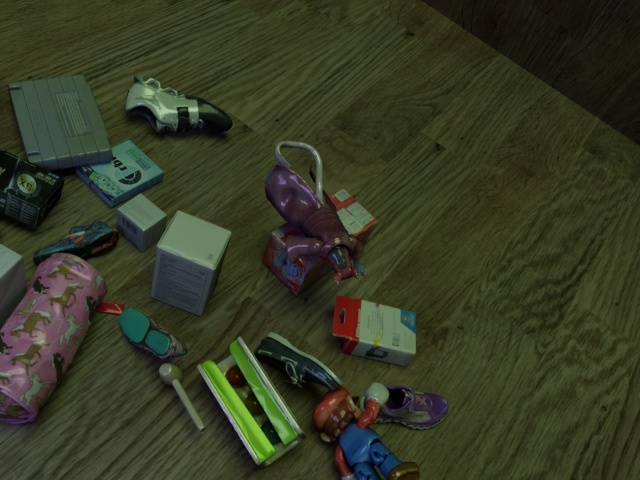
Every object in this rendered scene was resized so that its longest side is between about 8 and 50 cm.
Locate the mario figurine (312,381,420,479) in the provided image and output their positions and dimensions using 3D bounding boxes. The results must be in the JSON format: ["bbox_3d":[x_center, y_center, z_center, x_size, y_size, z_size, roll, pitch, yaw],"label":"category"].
[{"bbox_3d":[0.111,0.467,1.568,0.198,0.170,0.320,-27,42,-14],"label":"mario figurine"}]

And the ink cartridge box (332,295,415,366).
[{"bbox_3d":[0.137,0.243,1.809,0.231,0.078,0.134,15,50,-9],"label":"ink cartridge box"}]

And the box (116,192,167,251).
[{"bbox_3d":[-0.479,-0.048,1.793,0.101,0.102,0.087,38,53,11],"label":"box"}]

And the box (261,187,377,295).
[{"bbox_3d":[0.000,0.000,1.903,0.154,0.142,0.300,43,52,15],"label":"box"}]

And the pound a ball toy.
[{"bbox_3d":[-0.205,0.381,1.566,0.208,0.136,0.319,-34,69,-9],"label":"pound a ball toy"}]

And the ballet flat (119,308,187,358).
[{"bbox_3d":[-0.398,0.231,1.608,0.221,0.079,0.077,21,80,40],"label":"ballet flat"}]

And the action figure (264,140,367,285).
[{"bbox_3d":[0.015,-0.042,1.689,0.248,0.276,0.370,-5,43,-30],"label":"action figure"}]

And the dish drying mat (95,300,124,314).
[{"bbox_3d":[-0.534,0.166,1.669,0.083,0.008,0.032,10,52,-13],"label":"dish drying mat"}]

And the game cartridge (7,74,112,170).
[{"bbox_3d":[-0.747,-0.341,1.927,0.230,0.068,0.355,-11,53,-26],"label":"game cartridge"}]

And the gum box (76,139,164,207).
[{"bbox_3d":[-0.570,-0.193,1.911,0.157,0.041,0.184,41,51,15],"label":"gum box"}]

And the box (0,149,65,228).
[{"bbox_3d":[-0.783,-0.135,1.733,0.180,0.078,0.147,26,37,-8],"label":"box"}]

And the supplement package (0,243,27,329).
[{"bbox_3d":[-0.831,0.091,1.492,0.262,0.199,0.198,29,50,3],"label":"supplement package"}]

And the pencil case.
[{"bbox_3d":[-0.630,0.210,1.506,0.160,0.167,0.386,-1,46,21],"label":"pencil case"}]

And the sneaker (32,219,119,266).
[{"bbox_3d":[-0.631,0.013,1.718,0.221,0.083,0.087,-25,52,-39],"label":"sneaker"}]

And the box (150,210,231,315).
[{"bbox_3d":[-0.327,0.061,1.678,0.148,0.232,0.127,22,50,-3],"label":"box"}]

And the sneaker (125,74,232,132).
[{"bbox_3d":[-0.441,-0.378,2.069,0.330,0.122,0.146,19,68,-7],"label":"sneaker"}]

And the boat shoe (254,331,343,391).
[{"bbox_3d":[-0.058,0.310,1.640,0.254,0.095,0.079,27,64,31],"label":"boat shoe"}]

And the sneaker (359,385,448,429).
[{"bbox_3d":[0.223,0.412,1.693,0.236,0.105,0.095,7,50,-16],"label":"sneaker"}]
